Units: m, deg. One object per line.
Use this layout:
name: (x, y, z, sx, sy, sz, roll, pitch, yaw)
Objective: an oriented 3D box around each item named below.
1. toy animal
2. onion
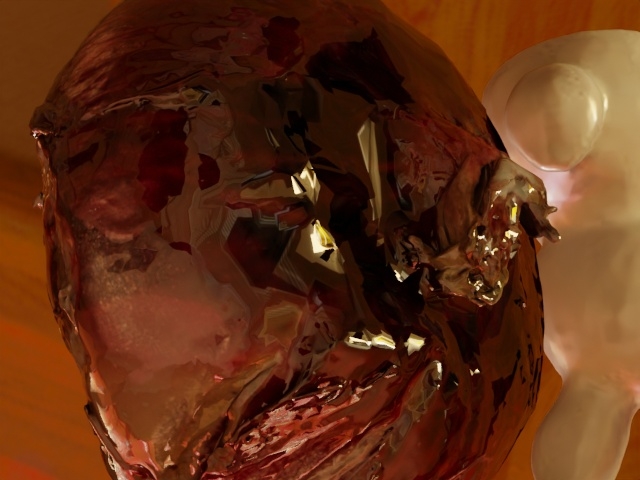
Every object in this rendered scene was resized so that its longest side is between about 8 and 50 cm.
toy animal: (0.235, 0.023, 1.134, 0.196, 0.241, 0.368, -15, 80, 27)
onion: (0.000, 0.000, 0.697, 0.232, 0.314, 0.314, -27, 98, 34)
